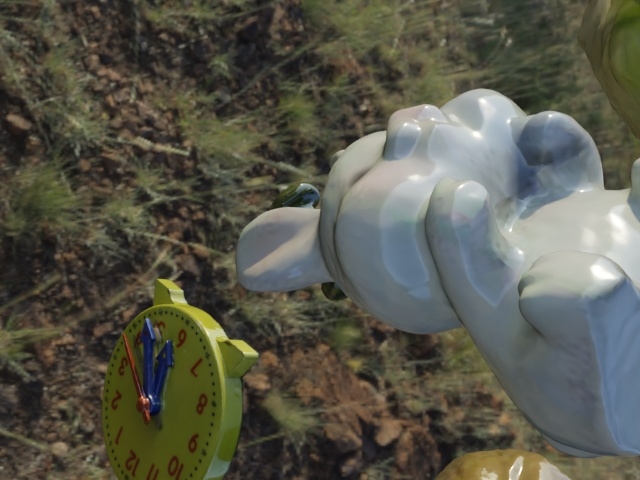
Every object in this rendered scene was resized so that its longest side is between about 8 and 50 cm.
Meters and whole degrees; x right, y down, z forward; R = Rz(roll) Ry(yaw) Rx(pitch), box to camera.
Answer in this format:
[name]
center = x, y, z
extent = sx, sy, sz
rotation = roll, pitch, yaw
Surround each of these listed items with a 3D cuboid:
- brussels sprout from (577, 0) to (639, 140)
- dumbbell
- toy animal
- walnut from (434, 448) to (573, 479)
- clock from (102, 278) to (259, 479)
[brussels sprout]
center = 0.387, -0.201, 0.787
extent = 0.274, 0.316, 0.243
rotation = -50, 135, -43
[dumbbell]
center = 0.000, 0.000, 0.797
extent = 0.118, 0.052, 0.046
rotation = 55, 3, 25
[toy animal]
center = 0.103, 0.018, 0.642
extent = 0.196, 0.367, 0.241
rotation = -38, 139, -33
[walnut]
center = 0.257, 0.489, 1.198
extent = 0.383, 0.383, 0.384
rotation = 20, 66, -57
[clock]
center = -0.219, 0.222, 1.170
extent = 0.071, 0.277, 0.294
rotation = 9, 101, -45
